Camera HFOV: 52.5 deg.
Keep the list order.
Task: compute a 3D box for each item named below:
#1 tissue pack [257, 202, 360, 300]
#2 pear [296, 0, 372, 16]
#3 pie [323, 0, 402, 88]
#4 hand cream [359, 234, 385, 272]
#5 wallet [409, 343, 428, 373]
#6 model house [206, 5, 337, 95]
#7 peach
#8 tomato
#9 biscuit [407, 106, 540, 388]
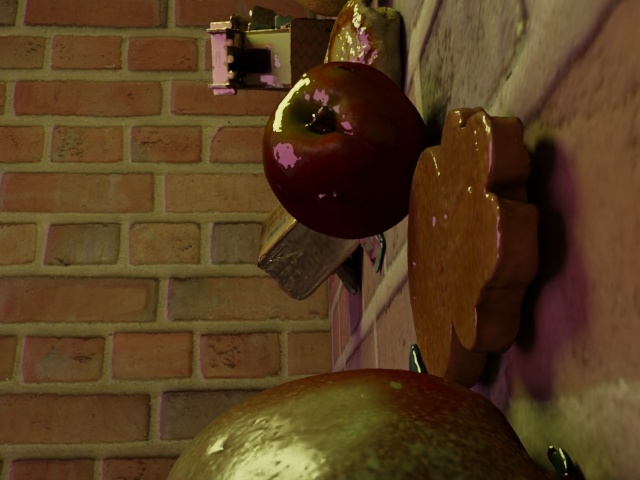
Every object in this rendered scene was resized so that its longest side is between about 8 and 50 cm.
[{"bbox_3d":[0.000,0.000,1.489,0.305,0.238,0.238,-100,9,-73],"label":"tissue pack"},{"bbox_3d":[0.024,-0.434,1.012,0.178,0.178,0.178,179,90,-87],"label":"pear"},{"bbox_3d":[0.055,-0.250,0.931,0.205,0.084,0.179,-137,53,-68],"label":"pie"},{"bbox_3d":[0.046,-0.075,1.127,0.275,0.050,0.079,63,-171,29],"label":"hand cream"},{"bbox_3d":[0.110,0.177,0.648,0.129,0.026,0.088,-96,2,-55],"label":"wallet"},{"bbox_3d":[-0.019,-0.347,1.200,0.326,0.244,0.169,-18,-66,-58],"label":"model house"},{"bbox_3d":[0.035,-0.089,0.718,0.197,0.197,0.197,179,90,-87],"label":"peach"},{"bbox_3d":[0.018,0.226,0.373,0.303,0.239,0.303,-178,90,-84],"label":"tomato"},{"bbox_3d":[0.108,0.005,0.499,0.289,0.044,0.202,101,168,-69],"label":"biscuit"}]
